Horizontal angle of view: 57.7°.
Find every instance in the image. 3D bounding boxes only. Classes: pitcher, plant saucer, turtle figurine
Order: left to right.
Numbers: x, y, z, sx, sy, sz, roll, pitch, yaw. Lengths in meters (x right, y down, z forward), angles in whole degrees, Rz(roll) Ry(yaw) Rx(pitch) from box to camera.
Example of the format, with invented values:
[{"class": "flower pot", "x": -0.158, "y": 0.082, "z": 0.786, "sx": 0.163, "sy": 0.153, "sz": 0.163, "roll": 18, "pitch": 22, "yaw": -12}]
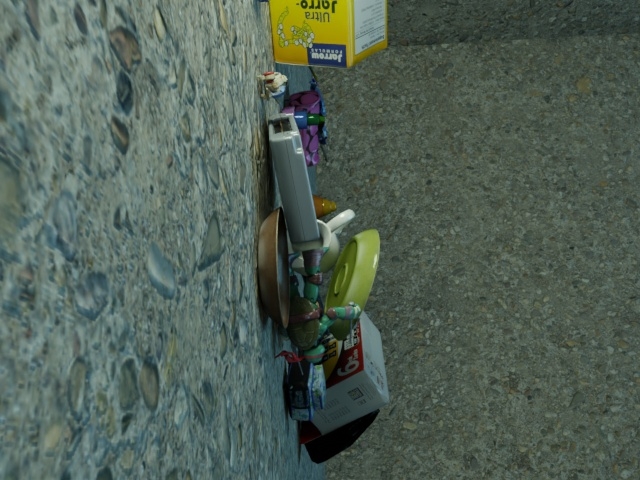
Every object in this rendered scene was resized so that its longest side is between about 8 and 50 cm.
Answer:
[{"class": "plant saucer", "x": -0.076, "y": 0.044, "z": 0.947, "sx": 0.198, "sy": 0.036, "sz": 0.198, "roll": -3, "pitch": 90, "yaw": -88}, {"class": "turtle figurine", "x": -0.017, "y": 0.135, "z": 1.071, "sx": 0.118, "sy": 0.175, "sz": 0.234, "roll": -8, "pitch": 88, "yaw": -70}, {"class": "pitcher", "x": 0.000, "y": 0.000, "z": 1.260, "sx": 0.125, "sy": 0.178, "sz": 0.207, "roll": 59, "pitch": 0, "yaw": 8}, {"class": "plant saucer", "x": 0.056, "y": 0.085, "z": 1.194, "sx": 0.241, "sy": 0.037, "sz": 0.241, "roll": -162, "pitch": -90, "yaw": -80}]

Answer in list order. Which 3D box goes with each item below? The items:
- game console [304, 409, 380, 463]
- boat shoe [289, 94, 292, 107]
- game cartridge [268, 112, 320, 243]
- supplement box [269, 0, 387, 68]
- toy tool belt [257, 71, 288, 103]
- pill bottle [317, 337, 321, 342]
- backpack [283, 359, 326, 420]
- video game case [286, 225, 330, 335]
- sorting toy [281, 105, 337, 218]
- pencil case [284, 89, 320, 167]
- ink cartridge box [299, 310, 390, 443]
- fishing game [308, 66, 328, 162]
[{"class": "game console", "x": 0.022, "y": 0.457, "z": 1.607, "sx": 0.044, "sy": 0.213, "sz": 0.361, "roll": 52, "pitch": -5, "yaw": -20}, {"class": "boat shoe", "x": -0.064, "y": -0.356, "z": 1.647, "sx": 0.056, "sy": 0.048, "sz": 0.153, "roll": 86, "pitch": 2, "yaw": -49}, {"class": "game cartridge", "x": -0.049, "y": -0.110, "z": 1.029, "sx": 0.297, "sy": 0.062, "sz": 0.198, "roll": -106, "pitch": -171, "yaw": -71}, {"class": "supplement box", "x": 0.016, "y": -0.567, "z": 1.224, "sx": 0.194, "sy": 0.195, "sz": 0.356, "roll": -43, "pitch": 138, "yaw": -48}, {"class": "toy tool belt", "x": -0.080, "y": -0.262, "z": 1.005, "sx": 0.083, "sy": 0.052, "sz": 0.051, "roll": -81, "pitch": 160, "yaw": -78}, {"class": "pill bottle", "x": -0.031, "y": 0.245, "z": 1.540, "sx": 0.120, "sy": 0.067, "sz": 0.067, "roll": 82, "pitch": 5, "yaw": -68}, {"class": "backpack", "x": -0.031, "y": 0.319, "z": 1.223, "sx": 0.105, "sy": 0.084, "sz": 0.114, "roll": -84, "pitch": 174, "yaw": -63}, {"class": "video game case", "x": -0.027, "y": 0.103, "z": 1.470, "sx": 0.196, "sy": 0.026, "sz": 0.274, "roll": 73, "pitch": -2, "yaw": -83}, {"class": "sorting toy", "x": -0.024, "y": -0.178, "z": 1.482, "sx": 0.127, "sy": 0.126, "sz": 0.365, "roll": -90, "pitch": 178, "yaw": -46}, {"class": "pencil case", "x": -0.044, "y": -0.289, "z": 1.549, "sx": 0.098, "sy": 0.095, "sz": 0.209, "roll": -105, "pitch": -170, "yaw": -49}, {"class": "ink cartridge box", "x": 0.028, "y": 0.354, "z": 1.573, "sx": 0.130, "sy": 0.272, "sz": 0.309, "roll": 54, "pitch": 15, "yaw": -20}, {"class": "fishing game", "x": -0.015, "y": -0.356, "z": 1.636, "sx": 0.189, "sy": 0.041, "sz": 0.264, "roll": -108, "pitch": -173, "yaw": -46}]
